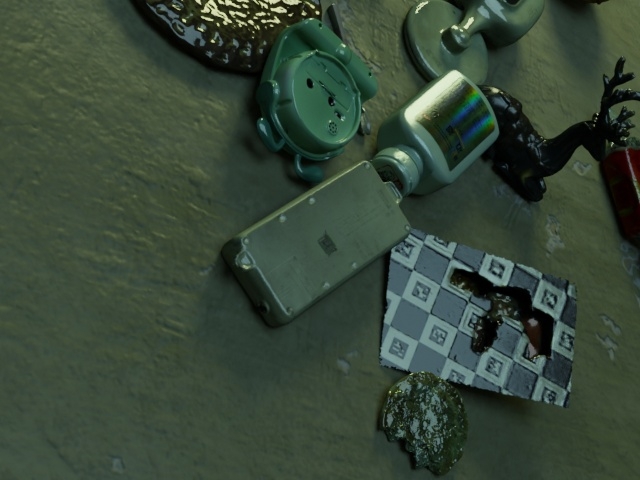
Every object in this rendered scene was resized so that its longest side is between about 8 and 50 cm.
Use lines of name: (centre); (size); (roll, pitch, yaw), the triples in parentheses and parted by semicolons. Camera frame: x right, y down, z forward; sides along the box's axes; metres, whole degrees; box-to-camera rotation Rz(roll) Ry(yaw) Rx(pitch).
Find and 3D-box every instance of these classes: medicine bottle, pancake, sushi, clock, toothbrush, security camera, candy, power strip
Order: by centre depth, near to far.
power strip: (0.000, 0.000, 1.333); (0.270, 0.046, 0.118); (-34, 93, -39)
pancake: (0.132, 0.221, 1.355); (0.129, 0.023, 0.116); (50, 57, -12)
clock: (-0.009, -0.170, 1.391); (0.148, 0.060, 0.188); (38, 57, -33)
pancake: (-0.125, -0.339, 1.413); (0.286, 0.033, 0.288); (54, 47, -3)
sushi: (0.205, 0.105, 1.453); (0.280, 0.043, 0.192); (15, 67, -17)
medicine bottle: (0.146, -0.134, 1.497); (0.121, 0.083, 0.229); (55, 48, -8)
toothbrush: (0.039, -0.232, 1.503); (0.017, 0.014, 0.194); (0, 70, -38)
security camera: (0.236, -0.336, 1.670); (0.157, 0.080, 0.301); (49, 51, -10)
candy: (0.506, -0.081, 1.773); (0.086, 0.059, 0.292); (-2, 70, -35)

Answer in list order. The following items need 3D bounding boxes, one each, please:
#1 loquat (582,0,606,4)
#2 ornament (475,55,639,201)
loquat: (0.463, -0.467, 1.872); (0.141, 0.141, 0.141); (17, 60, -32)
ornament: (0.340, -0.186, 1.570); (0.202, 0.236, 0.080); (50, 37, -12)
